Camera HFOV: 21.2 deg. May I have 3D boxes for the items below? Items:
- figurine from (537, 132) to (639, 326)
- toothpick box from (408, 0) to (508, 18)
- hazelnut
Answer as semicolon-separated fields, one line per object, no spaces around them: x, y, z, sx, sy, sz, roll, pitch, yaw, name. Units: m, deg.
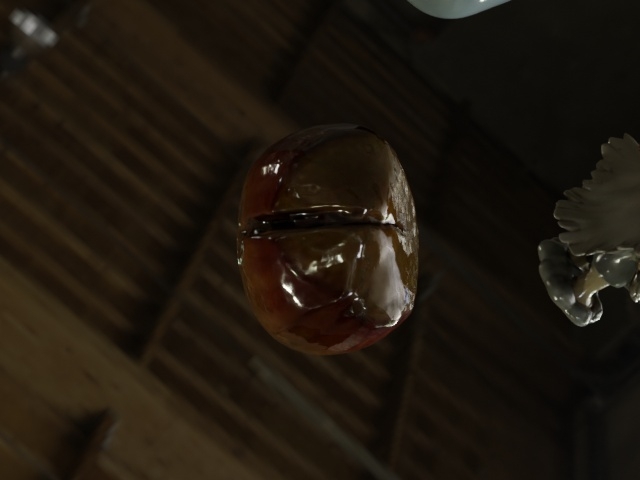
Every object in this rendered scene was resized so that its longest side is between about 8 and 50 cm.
0.374;-0.066;1.691;0.166;0.387;0.207;35;-149;-21;figurine
0.209;-0.412;2.037;0.354;0.263;0.263;-24;-118;-20;toothpick box
-0.003;0.000;1.579;0.181;0.180;0.212;18;-111;-70;hazelnut
